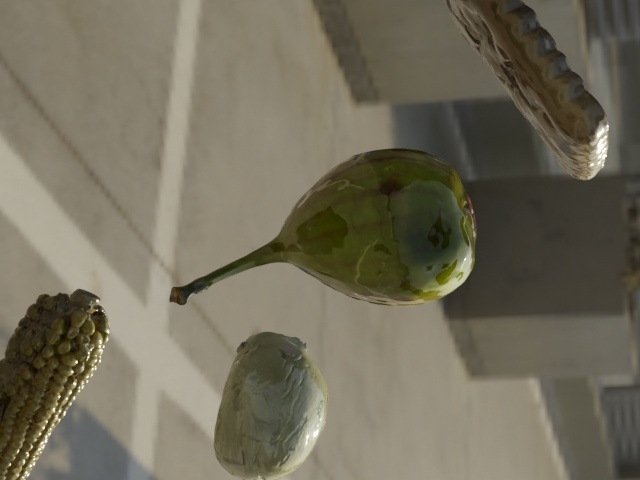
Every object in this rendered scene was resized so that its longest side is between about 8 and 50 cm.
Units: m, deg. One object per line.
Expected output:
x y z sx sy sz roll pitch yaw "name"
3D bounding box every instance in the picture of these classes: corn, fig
-0.320 0.186 1.642 0.320 0.097 0.097 -59 170 10 "corn"
0.004 -0.008 0.844 0.093 0.166 0.093 -178 -90 -84 "fig"

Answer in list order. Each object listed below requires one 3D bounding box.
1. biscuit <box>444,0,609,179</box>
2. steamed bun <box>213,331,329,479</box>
0.120 -0.189 1.208 0.325 0.044 0.217 58 3 10 "biscuit"
-0.041 0.150 1.346 0.112 0.090 0.130 -69 174 -56 "steamed bun"
